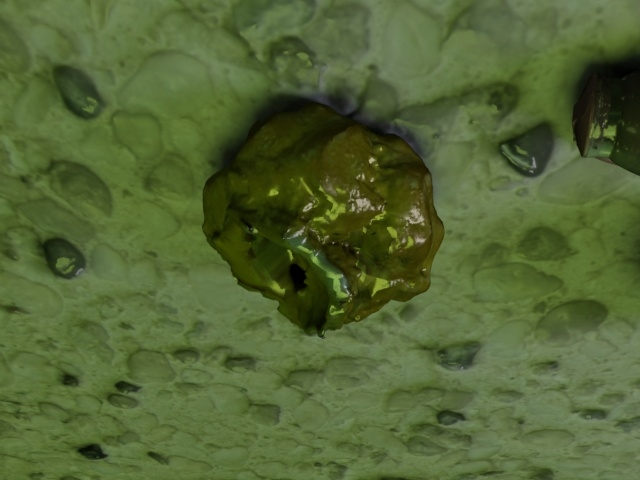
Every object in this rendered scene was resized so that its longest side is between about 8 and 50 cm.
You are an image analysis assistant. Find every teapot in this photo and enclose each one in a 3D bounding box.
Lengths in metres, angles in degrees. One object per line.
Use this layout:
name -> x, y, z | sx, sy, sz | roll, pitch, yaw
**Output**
teapot -> 0.311, -0.113, 0.698 | 0.145, 0.148, 0.116 | 8, 107, 14

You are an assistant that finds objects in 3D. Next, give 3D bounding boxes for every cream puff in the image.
cream puff -> -0.001, 0.001, 0.793 | 0.281, 0.185, 0.282 | 0, 140, 0
